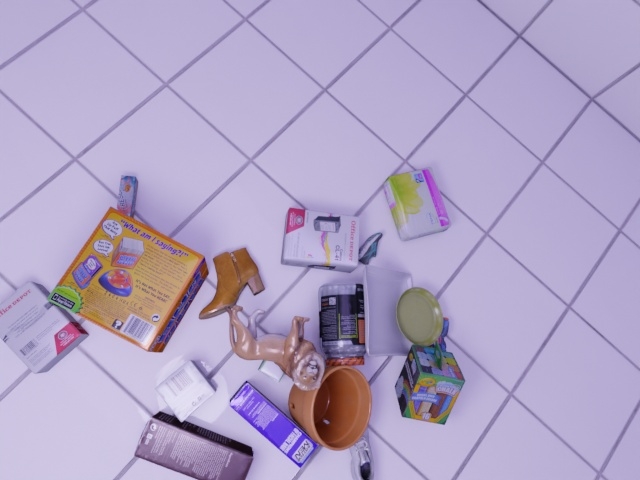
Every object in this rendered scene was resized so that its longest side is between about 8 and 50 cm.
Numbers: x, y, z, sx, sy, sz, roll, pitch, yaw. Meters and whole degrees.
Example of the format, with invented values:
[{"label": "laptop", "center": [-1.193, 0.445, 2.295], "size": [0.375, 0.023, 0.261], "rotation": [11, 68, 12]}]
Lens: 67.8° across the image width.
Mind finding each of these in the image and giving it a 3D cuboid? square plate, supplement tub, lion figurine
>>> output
[{"label": "square plate", "center": [0.271, 0.288, 1.915], "size": [0.344, 0.049, 0.347], "rotation": [14, 70, -47]}, {"label": "supplement tub", "center": [0.090, 0.331, 1.878], "size": [0.194, 0.193, 0.315], "rotation": [1, 76, -10]}, {"label": "lion figurine", "center": [-0.170, 0.368, 1.651], "size": [0.393, 0.142, 0.240], "rotation": [9, 81, 11]}]

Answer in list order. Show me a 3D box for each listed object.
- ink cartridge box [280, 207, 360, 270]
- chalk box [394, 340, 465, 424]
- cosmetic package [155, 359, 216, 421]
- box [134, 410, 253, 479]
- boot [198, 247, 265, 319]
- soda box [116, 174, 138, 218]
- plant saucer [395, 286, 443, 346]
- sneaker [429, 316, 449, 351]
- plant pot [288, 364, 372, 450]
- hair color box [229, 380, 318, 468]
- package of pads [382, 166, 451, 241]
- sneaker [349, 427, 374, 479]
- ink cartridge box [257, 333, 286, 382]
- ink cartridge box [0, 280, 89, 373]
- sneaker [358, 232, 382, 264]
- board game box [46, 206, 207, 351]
[{"label": "ink cartridge box", "center": [0.000, 0.000, 1.976], "size": [0.307, 0.131, 0.226], "rotation": [6, 75, -8]}, {"label": "chalk box", "center": [0.425, 0.526, 1.831], "size": [0.179, 0.180, 0.288], "rotation": [14, 114, -7]}, {"label": "cosmetic package", "center": [-0.482, 0.539, 1.727], "size": [0.151, 0.183, 0.151], "rotation": [-39, 85, -17]}, {"label": "box", "center": [-0.437, 0.744, 1.685], "size": [0.382, 0.191, 0.143], "rotation": [22, 74, -4]}, {"label": "boot", "center": [-0.385, 0.164, 1.889], "size": [0.295, 0.104, 0.211], "rotation": [-27, 77, -20]}, {"label": "soda box", "center": [-0.774, -0.165, 1.907], "size": [0.058, 0.063, 0.183], "rotation": [4, 76, -10]}, {"label": "plant saucer", "center": [0.396, 0.310, 1.940], "size": [0.241, 0.037, 0.240], "rotation": [8, 72, -26]}, {"label": "sneaker", "center": [0.477, 0.423, 1.995], "size": [0.087, 0.083, 0.221], "rotation": [13, 66, 2]}, {"label": "plant pot", "center": [0.019, 0.599, 1.759], "size": [0.291, 0.204, 0.290], "rotation": [6, 81, -39]}, {"label": "hair color box", "center": [-0.178, 0.668, 1.752], "size": [0.339, 0.185, 0.110], "rotation": [39, 73, 1]}, {"label": "package of pads", "center": [0.420, -0.159, 2.106], "size": [0.229, 0.101, 0.296], "rotation": [-15, 79, -14]}, {"label": "sneaker", "center": [0.154, 0.784, 1.814], "size": [0.111, 0.129, 0.297], "rotation": [-14, 78, -11]}, {"label": "ink cartridge box", "center": [-0.160, 0.443, 1.796], "size": [0.093, 0.212, 0.154], "rotation": [30, 74, 1]}, {"label": "ink cartridge box", "center": [-1.019, 0.311, 1.720], "size": [0.197, 0.114, 0.273], "rotation": [-44, 88, -16]}, {"label": "sneaker", "center": [0.218, 0.037, 2.051], "size": [0.076, 0.065, 0.166], "rotation": [46, 76, -14]}, {"label": "board game box", "center": [-0.649, 0.157, 1.699], "size": [0.357, 0.356, 0.356], "rotation": [28, 73, -2]}]
